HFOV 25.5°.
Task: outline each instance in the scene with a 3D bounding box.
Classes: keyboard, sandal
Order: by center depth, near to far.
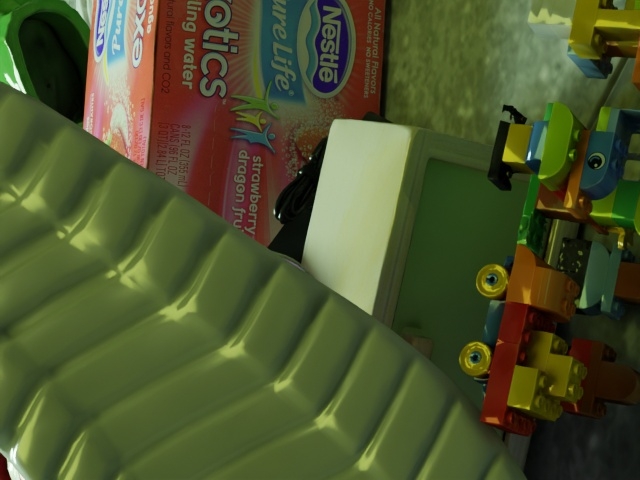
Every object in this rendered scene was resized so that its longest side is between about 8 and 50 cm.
[{"bbox_3d":[-0.045,0.076,0.604,0.169,0.102,0.416,-45,77,1],"label":"sandal"},{"bbox_3d":[0.000,0.000,0.751,0.180,0.023,0.108,-56,-28,-44],"label":"keyboard"}]

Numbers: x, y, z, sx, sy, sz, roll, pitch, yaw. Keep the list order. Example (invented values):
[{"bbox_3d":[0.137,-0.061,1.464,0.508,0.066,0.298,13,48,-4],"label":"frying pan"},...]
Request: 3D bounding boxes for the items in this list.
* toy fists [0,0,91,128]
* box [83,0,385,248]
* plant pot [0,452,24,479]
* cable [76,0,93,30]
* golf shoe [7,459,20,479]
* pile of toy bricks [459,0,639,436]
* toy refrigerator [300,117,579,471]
[{"bbox_3d":[-0.197,-0.067,1.119,0.142,0.096,0.279,-3,119,51],"label":"toy fists"},{"bbox_3d":[-0.054,-0.140,0.888,0.142,0.154,0.299,175,98,-64],"label":"box"},{"bbox_3d":[-0.104,0.128,0.891,0.174,0.191,0.191,2,86,61],"label":"plant pot"},{"bbox_3d":[-0.124,-0.237,1.121,0.257,0.089,0.257,118,147,-40],"label":"cable"},{"bbox_3d":[-0.227,0.147,1.249,0.140,0.115,0.306,-31,64,46],"label":"golf shoe"},{"bbox_3d":[0.135,-0.019,0.564,0.105,0.118,0.212,8,80,30],"label":"pile of toy bricks"},{"bbox_3d":[0.040,0.084,0.681,0.094,0.102,0.269,17,94,64],"label":"toy refrigerator"}]
